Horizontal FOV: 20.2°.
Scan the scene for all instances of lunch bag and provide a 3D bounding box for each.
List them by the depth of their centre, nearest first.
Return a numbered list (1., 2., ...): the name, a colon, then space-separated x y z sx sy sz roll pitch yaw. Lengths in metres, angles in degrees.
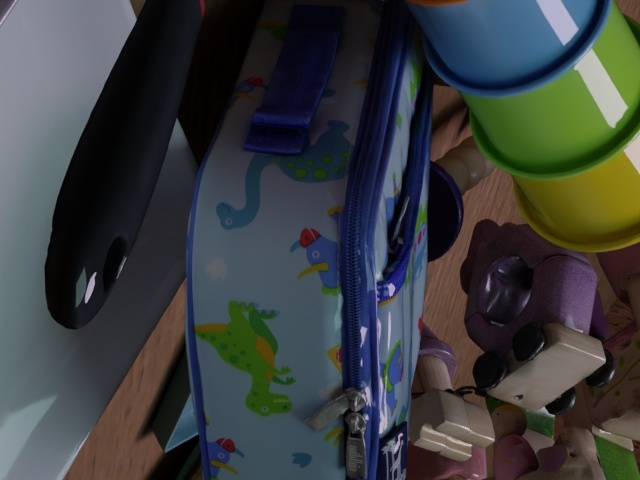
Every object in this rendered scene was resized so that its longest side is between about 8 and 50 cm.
1. lunch bag: 0.000 0.000 0.762 0.219 0.090 0.176 -77 168 -58

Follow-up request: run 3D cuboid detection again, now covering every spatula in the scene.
1. spatula: -0.045 -0.090 0.520 0.084 0.030 0.296 94 0 -46

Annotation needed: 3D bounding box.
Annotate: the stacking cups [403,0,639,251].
1. stacking cups: 0.066 -0.103 0.722 0.096 0.096 0.316 -59 143 -10

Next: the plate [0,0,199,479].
1. plate: -0.139 0.053 0.606 0.277 0.045 0.278 -58 166 -14

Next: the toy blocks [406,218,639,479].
1. toy blocks: 0.134 0.070 1.175 0.288 0.309 0.260 -40 -136 34

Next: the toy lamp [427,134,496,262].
1. toy lamp: 0.112 -0.064 1.226 0.274 0.080 0.080 -36 151 -59

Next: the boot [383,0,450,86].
1. boot: 0.072 -0.178 0.814 0.283 0.109 0.220 -56 168 -74

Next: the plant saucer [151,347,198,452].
1. plant saucer: -0.040 0.023 0.964 0.192 0.018 0.067 -66 166 14

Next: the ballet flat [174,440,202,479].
1. ballet flat: -0.068 0.207 1.020 0.348 0.123 0.123 -51 163 -38
